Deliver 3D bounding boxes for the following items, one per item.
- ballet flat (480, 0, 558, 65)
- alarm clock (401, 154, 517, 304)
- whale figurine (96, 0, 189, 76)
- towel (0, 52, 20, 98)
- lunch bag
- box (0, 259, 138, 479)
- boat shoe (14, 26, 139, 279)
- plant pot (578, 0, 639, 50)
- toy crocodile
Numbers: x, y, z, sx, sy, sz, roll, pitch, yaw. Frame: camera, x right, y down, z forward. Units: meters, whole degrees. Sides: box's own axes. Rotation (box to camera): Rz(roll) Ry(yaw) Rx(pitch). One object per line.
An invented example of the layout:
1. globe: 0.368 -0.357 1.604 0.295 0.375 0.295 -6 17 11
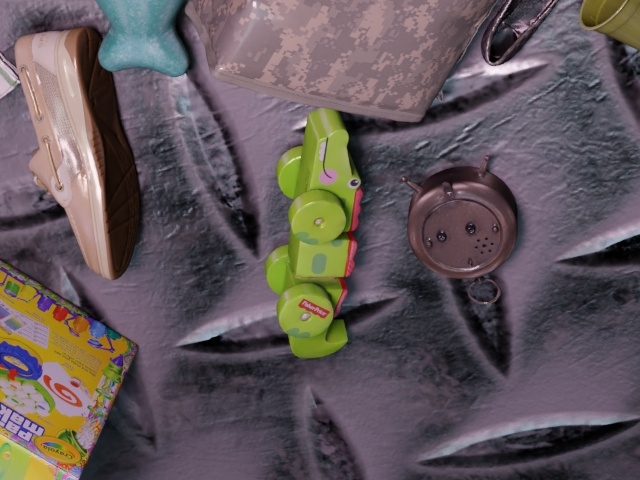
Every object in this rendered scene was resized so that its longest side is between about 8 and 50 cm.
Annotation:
1. ballet flat: 0.229 -0.258 1.335 0.057 0.049 0.173 26 119 -8
2. alarm clock: 0.173 -0.001 1.479 0.129 0.064 0.192 -14 119 15
3. whale figurine: -0.196 -0.293 1.322 0.216 0.141 0.272 7 120 4
4. towel: -0.440 -0.192 1.482 0.152 0.023 0.113 -33 108 25
5. lunch bag: 0.046 -0.260 1.287 0.287 0.169 0.235 14 124 -30
6. box: -0.418 0.185 1.534 0.290 0.279 0.177 34 117 -10
7. boat shoe: -0.287 -0.097 1.465 0.098 0.109 0.302 -3 112 15
8. plant pot: 0.331 -0.238 1.323 0.079 0.083 0.083 31 119 -23
9. toy crocodile: 0.000 0.000 1.473 0.105 0.115 0.341 -1 122 -14
